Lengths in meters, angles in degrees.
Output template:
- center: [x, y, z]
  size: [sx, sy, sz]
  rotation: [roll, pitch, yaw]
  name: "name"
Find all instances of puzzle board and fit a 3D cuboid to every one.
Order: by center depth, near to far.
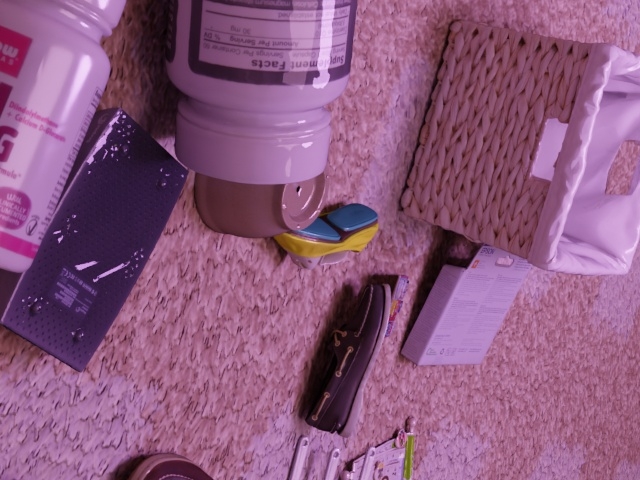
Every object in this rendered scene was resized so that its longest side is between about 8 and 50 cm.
- center: [0.110, 0.098, 2.137]
  size: [0.128, 0.011, 0.096]
  rotation: [14, 96, -82]
  name: "puzzle board"

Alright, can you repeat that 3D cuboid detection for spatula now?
- center: [-0.002, 0.408, 2.127]
  size: [0.168, 0.019, 0.242]
  rotation: [12, 95, -31]
  name: "spatula"

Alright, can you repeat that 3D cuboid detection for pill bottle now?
- center: [-0.288, -0.127, 1.316]
  size: [0.160, 0.160, 0.283]
  rotation: [28, 82, -58]
  name: "pill bottle"
- center: [-0.061, -0.256, 1.550]
  size: [0.204, 0.204, 0.361]
  rotation: [-22, 125, -51]
  name: "pill bottle"

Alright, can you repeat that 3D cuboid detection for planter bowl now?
- center: [-0.058, -0.071, 1.743]
  size: [0.162, 0.109, 0.162]
  rotation: [-32, 132, -44]
  name: "planter bowl"

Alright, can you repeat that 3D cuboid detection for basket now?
- center: [0.338, -0.138, 2.161]
  size: [0.331, 0.266, 0.328]
  rotation: [6, 102, -57]
  name: "basket"

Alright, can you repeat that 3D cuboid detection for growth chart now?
- center: [0.087, 0.397, 2.278]
  size: [0.237, 0.021, 0.172]
  rotation: [-26, 119, -53]
  name: "growth chart"

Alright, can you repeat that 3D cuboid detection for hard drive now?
- center: [-0.249, -0.003, 1.541]
  size: [0.254, 0.054, 0.172]
  rotation: [-63, 148, -12]
  name: "hard drive"

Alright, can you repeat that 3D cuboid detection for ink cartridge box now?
- center: [0.241, 0.095, 2.310]
  size: [0.223, 0.045, 0.224]
  rotation: [8, 113, -57]
  name: "ink cartridge box"

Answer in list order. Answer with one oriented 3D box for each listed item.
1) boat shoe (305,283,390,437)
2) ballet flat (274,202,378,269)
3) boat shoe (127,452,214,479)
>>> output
- center: [0.041, 0.164, 2.051]
  size: [0.081, 0.069, 0.227]
  rotation: [-143, -110, -81]
  name: "boat shoe"
- center: [0.000, 0.000, 1.911]
  size: [0.231, 0.077, 0.077]
  rotation: [-10, 131, -57]
  name: "ballet flat"
- center: [-0.135, 0.372, 1.851]
  size: [0.123, 0.123, 0.342]
  rotation: [-60, 147, -17]
  name: "boat shoe"
